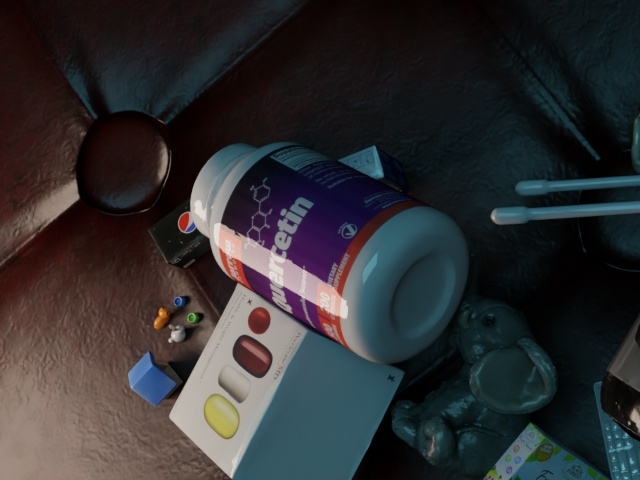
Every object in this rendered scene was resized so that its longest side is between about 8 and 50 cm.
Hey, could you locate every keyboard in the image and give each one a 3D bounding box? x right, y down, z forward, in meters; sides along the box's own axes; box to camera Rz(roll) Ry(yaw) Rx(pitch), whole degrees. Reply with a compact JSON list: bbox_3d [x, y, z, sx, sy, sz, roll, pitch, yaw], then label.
[{"bbox_3d":[0.365,0.274,1.691,0.072,0.014,0.256,-15,64,16],"label":"keyboard"}]

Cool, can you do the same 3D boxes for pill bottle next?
[{"bbox_3d":[0.000,0.000,1.708,0.323,0.181,0.181,28,91,39],"label":"pill bottle"}]

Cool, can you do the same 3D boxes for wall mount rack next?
[{"bbox_3d":[0.339,-0.099,1.556,0.130,0.350,0.304,46,107,4],"label":"wall mount rack"}]

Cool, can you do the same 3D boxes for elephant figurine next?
[{"bbox_3d":[0.199,0.149,1.727,0.239,0.186,0.169,-59,39,8],"label":"elephant figurine"}]

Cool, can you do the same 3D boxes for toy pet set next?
[{"bbox_3d":[-0.197,0.147,1.946,0.114,0.065,0.122,-46,67,8],"label":"toy pet set"}]

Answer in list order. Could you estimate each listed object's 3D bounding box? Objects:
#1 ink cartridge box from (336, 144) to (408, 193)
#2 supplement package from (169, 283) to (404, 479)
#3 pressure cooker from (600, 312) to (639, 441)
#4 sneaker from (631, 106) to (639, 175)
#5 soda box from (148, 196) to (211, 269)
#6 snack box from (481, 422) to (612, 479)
[{"bbox_3d":[-0.003,-0.054,1.888,0.207,0.097,0.046,-21,74,17],"label":"ink cartridge box"},{"bbox_3d":[-0.045,0.184,1.784,0.194,0.149,0.203,-63,30,1],"label":"supplement package"},{"bbox_3d":[0.523,0.079,1.507,0.370,0.375,0.420,31,92,6],"label":"pressure cooker"},{"bbox_3d":[0.406,-0.159,1.747,0.070,0.084,0.185,10,84,24],"label":"sneaker"},{"bbox_3d":[-0.138,-0.036,1.963,0.169,0.053,0.060,-36,68,12],"label":"soda box"},{"bbox_3d":[0.256,0.278,1.697,0.100,0.141,0.037,-52,34,5],"label":"snack box"}]
